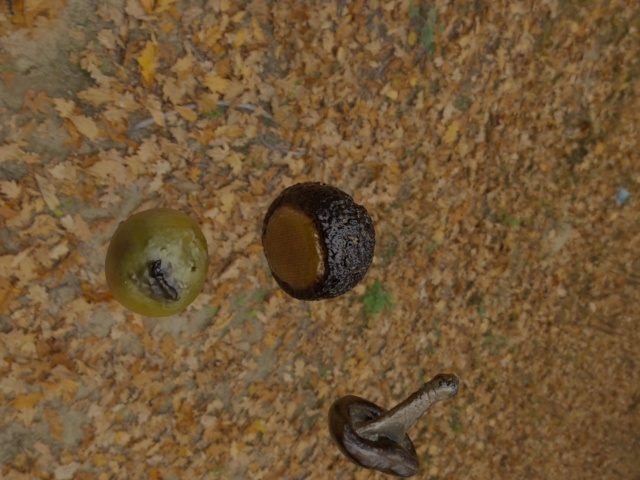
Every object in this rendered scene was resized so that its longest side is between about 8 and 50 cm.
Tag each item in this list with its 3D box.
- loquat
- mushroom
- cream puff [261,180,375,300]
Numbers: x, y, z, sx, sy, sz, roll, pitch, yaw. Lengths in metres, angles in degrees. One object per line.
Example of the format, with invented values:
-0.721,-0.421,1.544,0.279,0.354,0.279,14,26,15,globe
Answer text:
-0.259,0.030,0.918,0.149,0.204,0.172,7,106,-36,loquat
0.140,0.297,1.021,0.227,0.148,0.217,27,112,-44,mushroom
0.000,0.000,1.149,0.165,0.239,0.239,-15,120,-43,cream puff
